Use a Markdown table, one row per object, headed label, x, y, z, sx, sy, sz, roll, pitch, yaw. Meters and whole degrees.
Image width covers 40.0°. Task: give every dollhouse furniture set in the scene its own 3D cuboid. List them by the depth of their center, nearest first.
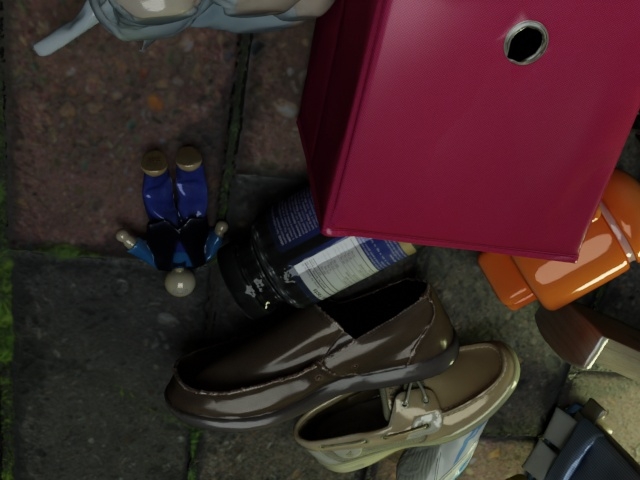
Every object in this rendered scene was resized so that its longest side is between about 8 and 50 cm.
| label | x | y | z | sx | sy | sz | roll | pitch | yaw |
| --- | --- | --- | --- | --- | --- | --- | --- | --- | --- |
| dollhouse furniture set | 0.337 | 0.269 | 1.097 | 0.198 | 0.286 | 0.304 | 23 | 104 | -19 |

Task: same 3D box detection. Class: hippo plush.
| label | x | y | z | sx | sy | sz | roll | pitch | yaw |
| --- | --- | --- | --- | --- | --- | --- | --- | --- | --- |
| hippo plush | -0.116 | -0.302 | 0.764 | 0.234 | 0.294 | 0.237 | -11 | 99 | -30 |

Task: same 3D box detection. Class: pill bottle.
| label | x | y | z | sx | sy | sz | roll | pitch | yaw |
| --- | --- | --- | --- | --- | --- | --- | --- | --- | --- |
| pill bottle | 0.000 | 0.000 | 0.986 | 0.219 | 0.123 | 0.123 | -27 | 121 | 10 |

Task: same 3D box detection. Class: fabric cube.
| label | x | y | z | sx | sy | sz | roll | pitch | yaw |
| --- | --- | --- | --- | --- | --- | --- | --- | --- | --- |
| fabric cube | 0.129 | -0.162 | 0.825 | 0.254 | 0.259 | 0.258 | 7 | 120 | -12 |

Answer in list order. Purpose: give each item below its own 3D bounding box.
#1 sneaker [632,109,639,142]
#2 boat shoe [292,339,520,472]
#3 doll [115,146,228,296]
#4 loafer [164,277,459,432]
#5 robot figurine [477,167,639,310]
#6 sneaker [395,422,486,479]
| label | x | y | z | sx | sy | sz | roll | pitch | yaw |
| --- | --- | --- | --- | --- | --- | --- | --- | --- | --- |
| sneaker | 0.448 | -0.111 | 0.951 | 0.162 | 0.106 | 0.281 | -32 | 95 | 2 |
| boat shoe | 0.108 | 0.205 | 1.126 | 0.302 | 0.109 | 0.098 | -26 | 140 | 15 |
| doll | -0.168 | -0.014 | 1.000 | 0.129 | 0.046 | 0.189 | -9 | 129 | -13 |
| loafer | -0.015 | 0.120 | 1.066 | 0.365 | 0.134 | 0.130 | -15 | 118 | -10 |
| robot figurine | 0.294 | -0.003 | 1.019 | 0.219 | 0.128 | 0.158 | -32 | 120 | 12 |
| sneaker | 0.186 | 0.255 | 1.200 | 0.086 | 0.085 | 0.237 | 9 | 120 | -43 |
